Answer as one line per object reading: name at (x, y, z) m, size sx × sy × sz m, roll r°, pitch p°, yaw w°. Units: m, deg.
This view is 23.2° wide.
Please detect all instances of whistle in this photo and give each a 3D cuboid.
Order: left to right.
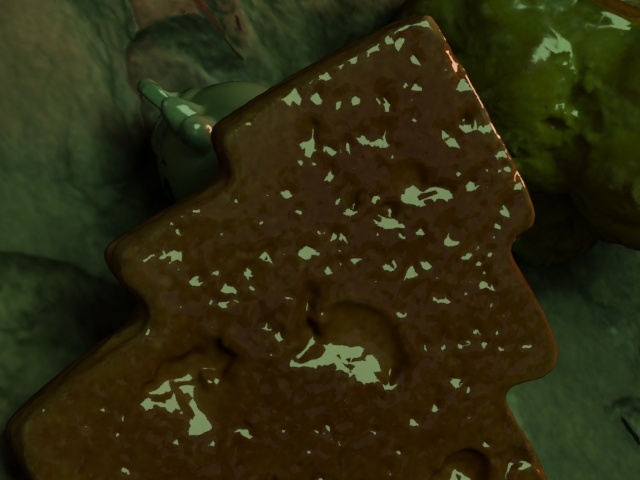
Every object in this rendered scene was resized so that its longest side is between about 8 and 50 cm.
whistle at (0.001, -0.002, 0.830) m, size 0.253 × 0.106 × 0.101 m, roll 38°, pitch 31°, yaw -10°

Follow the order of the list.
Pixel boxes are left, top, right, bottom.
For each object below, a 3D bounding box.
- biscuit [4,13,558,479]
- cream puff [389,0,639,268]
biscuit at (0.009, 0.040, 0.756) m, size 0.284 × 0.043 × 0.306 m, roll 15°, pitch 91°, yaw -17°
cream puff at (0.159, -0.077, 0.967) m, size 0.282 × 0.185 × 0.282 m, roll 18°, pitch 19°, yaw -6°
